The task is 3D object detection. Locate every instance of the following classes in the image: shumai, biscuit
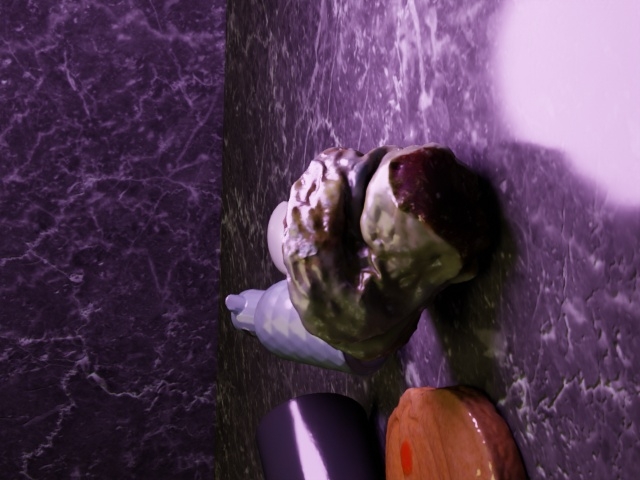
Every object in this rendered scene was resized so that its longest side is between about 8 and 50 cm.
[{"bbox_3d":[0.125,-0.007,1.384,0.263,0.304,0.309,-21,69,38],"label":"shumai"},{"bbox_3d":[0.174,0.371,1.448,0.455,0.078,0.350,118,148,-63],"label":"biscuit"}]

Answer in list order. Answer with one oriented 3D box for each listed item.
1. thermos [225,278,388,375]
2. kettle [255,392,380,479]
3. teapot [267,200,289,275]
[{"bbox_3d":[-0.014,0.137,1.721,0.286,0.182,0.145,5,73,42],"label":"thermos"},{"bbox_3d":[0.009,0.459,1.760,0.308,0.203,0.262,-105,16,-45],"label":"kettle"},{"bbox_3d":[-0.009,-0.032,1.824,0.318,0.149,0.220,101,157,-46],"label":"teapot"}]
